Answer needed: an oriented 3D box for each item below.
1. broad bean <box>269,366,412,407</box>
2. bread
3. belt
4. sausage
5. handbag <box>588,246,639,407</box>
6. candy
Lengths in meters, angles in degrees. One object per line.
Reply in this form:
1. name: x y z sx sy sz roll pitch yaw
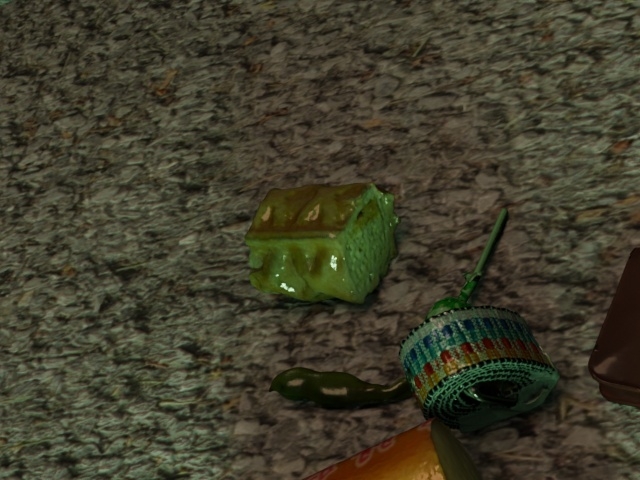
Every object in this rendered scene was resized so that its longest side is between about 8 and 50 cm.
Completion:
1. broad bean: 0.049 0.261 2.073 0.318 0.056 0.098 -10 46 20
2. bread: 0.000 0.006 2.200 0.252 0.196 0.238 10 59 34
3. belt: 0.252 0.211 1.845 0.207 0.258 0.150 -42 51 29
4. sausage: 0.110 0.435 1.779 0.287 0.233 0.233 -26 47 13
5. handbag: 0.580 0.141 1.806 0.260 0.084 0.275 7 61 39
6. candy: 0.279 0.065 2.068 0.097 0.097 0.323 6 53 36
